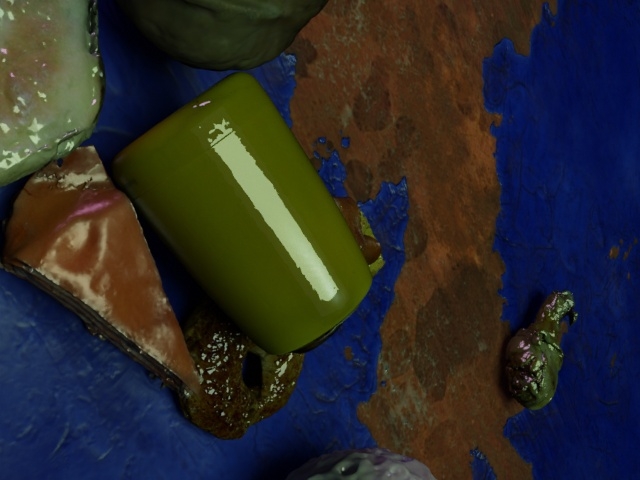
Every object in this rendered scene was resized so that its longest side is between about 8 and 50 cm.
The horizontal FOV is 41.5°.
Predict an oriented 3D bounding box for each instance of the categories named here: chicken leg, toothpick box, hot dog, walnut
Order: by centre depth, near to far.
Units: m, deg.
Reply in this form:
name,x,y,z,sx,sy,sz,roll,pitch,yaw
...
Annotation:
name,x,y,z,sx,sy,sz,roll,pitch,yaw
walnut,-0.096,-0.290,0.821,0.248,0.248,0.248,0,90,-45
toothpick box,-0.068,-0.018,0.863,0.175,0.175,0.271,-45,105,-36
hot dog,0.004,0.003,1.032,0.262,0.093,0.123,6,82,-44
chicken leg,0.368,0.169,1.406,0.103,0.088,0.227,33,70,-26

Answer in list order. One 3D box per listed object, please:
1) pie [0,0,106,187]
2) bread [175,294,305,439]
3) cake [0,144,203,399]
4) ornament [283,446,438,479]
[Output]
name,x,y,z,sx,sy,sz,roll,pitch,yaw
pie,-0.328,-0.179,0.699,0.338,0.075,0.337,8,78,-42
bread,-0.087,0.133,0.966,0.193,0.064,0.193,-4,96,-47
cake,-0.208,0.057,0.823,0.135,0.098,0.287,-43,114,-38
ornament,0.045,0.358,0.962,0.259,0.259,0.225,-54,129,-31
